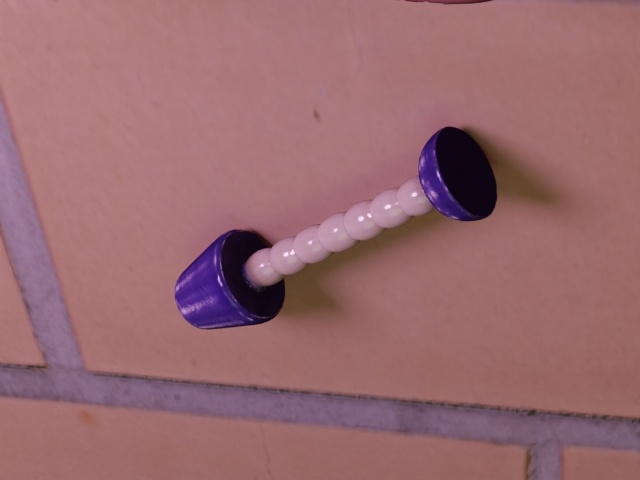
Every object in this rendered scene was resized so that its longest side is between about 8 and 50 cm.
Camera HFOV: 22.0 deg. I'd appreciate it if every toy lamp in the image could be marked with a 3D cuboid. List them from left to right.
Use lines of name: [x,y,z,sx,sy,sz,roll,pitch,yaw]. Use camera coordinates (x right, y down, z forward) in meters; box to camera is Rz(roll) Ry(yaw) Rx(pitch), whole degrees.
toy lamp: [0.000,0.000,1.223,0.274,0.080,0.080,-28,125,36]

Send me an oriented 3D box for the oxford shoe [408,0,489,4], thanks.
oxford shoe: [-0.049,-0.230,0.973,0.348,0.123,0.130,9,112,7]
